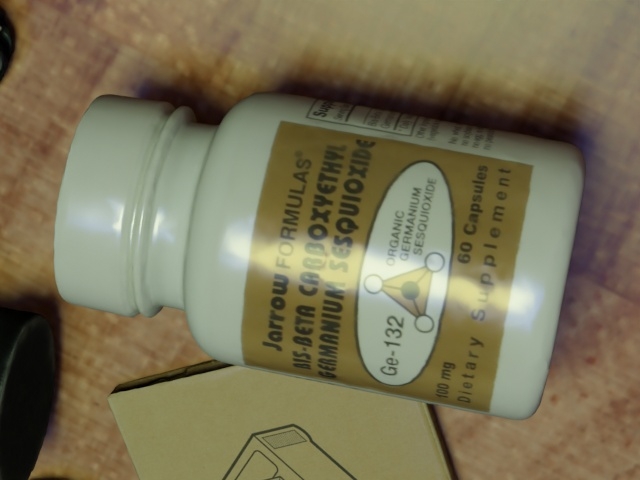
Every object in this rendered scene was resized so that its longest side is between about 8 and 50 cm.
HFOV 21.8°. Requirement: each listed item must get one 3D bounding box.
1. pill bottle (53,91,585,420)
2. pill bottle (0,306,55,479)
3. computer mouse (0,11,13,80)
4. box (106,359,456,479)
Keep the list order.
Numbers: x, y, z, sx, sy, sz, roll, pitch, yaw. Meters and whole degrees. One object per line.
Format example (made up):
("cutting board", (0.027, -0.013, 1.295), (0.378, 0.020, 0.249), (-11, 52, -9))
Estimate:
("pill bottle", (0.000, 0.000, 0.777), (0.229, 0.131, 0.131), (10, 109, 7))
("pill bottle", (-0.254, 0.068, 0.849), (0.219, 0.123, 0.123), (8, 109, 7))
("computer mouse", (-0.301, -0.131, 0.820), (0.188, 0.072, 0.272), (-38, 98, 20))
("box", (-0.004, 0.151, 0.886), (0.164, 0.021, 0.201), (-15, 105, 15))
